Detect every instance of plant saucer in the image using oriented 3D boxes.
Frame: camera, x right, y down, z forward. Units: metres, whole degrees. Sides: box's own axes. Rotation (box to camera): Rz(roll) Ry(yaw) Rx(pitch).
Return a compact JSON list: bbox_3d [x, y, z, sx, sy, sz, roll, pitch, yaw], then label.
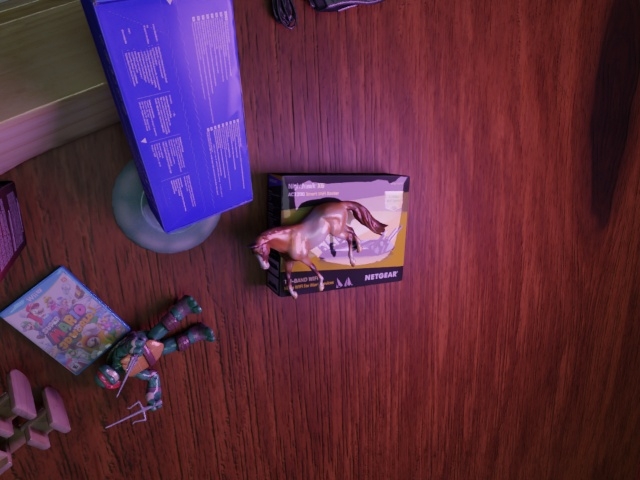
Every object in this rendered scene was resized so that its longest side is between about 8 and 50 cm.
[{"bbox_3d":[-0.268,-0.067,0.766,0.195,0.037,0.195,-6,104,-26],"label":"plant saucer"}]

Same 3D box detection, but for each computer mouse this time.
[{"bbox_3d":[0.012,-0.522,0.796,0.262,0.060,0.184,-21,116,-10],"label":"computer mouse"}]

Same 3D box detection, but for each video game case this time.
[{"bbox_3d":[-0.437,0.141,0.739,0.119,0.015,0.166,-41,117,-13],"label":"video game case"}]

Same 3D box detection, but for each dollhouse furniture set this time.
[{"bbox_3d":[-0.573,0.273,0.655,0.212,0.161,0.242,-39,139,-14],"label":"dollhouse furniture set"}]

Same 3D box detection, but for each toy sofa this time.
[{"bbox_3d":[-0.395,-0.245,0.612,0.362,0.177,0.150,-31,90,-18],"label":"toy sofa"}]

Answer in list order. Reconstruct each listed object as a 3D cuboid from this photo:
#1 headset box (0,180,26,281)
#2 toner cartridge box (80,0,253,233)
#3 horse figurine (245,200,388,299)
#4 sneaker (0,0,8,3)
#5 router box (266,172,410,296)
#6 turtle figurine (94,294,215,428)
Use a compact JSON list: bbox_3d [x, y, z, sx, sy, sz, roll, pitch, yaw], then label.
[{"bbox_3d":[-0.508,0.001,0.508,0.218,0.293,0.110,-10,106,-26],"label":"headset box"},{"bbox_3d":[-0.199,-0.182,0.619,0.165,0.075,0.348,-26,142,-26],"label":"toner cartridge box"},{"bbox_3d":[0.000,0.000,0.813,0.263,0.066,0.174,-33,121,-14],"label":"horse figurine"},{"bbox_3d":[-0.462,-0.342,0.596,0.161,0.057,0.075,-28,96,-18],"label":"sneaker"},{"bbox_3d":[0.041,-0.022,0.914,0.308,0.081,0.243,-5,104,-27],"label":"router box"},{"bbox_3d":[-0.311,0.207,0.760,0.234,0.118,0.175,-39,147,-30],"label":"turtle figurine"}]
